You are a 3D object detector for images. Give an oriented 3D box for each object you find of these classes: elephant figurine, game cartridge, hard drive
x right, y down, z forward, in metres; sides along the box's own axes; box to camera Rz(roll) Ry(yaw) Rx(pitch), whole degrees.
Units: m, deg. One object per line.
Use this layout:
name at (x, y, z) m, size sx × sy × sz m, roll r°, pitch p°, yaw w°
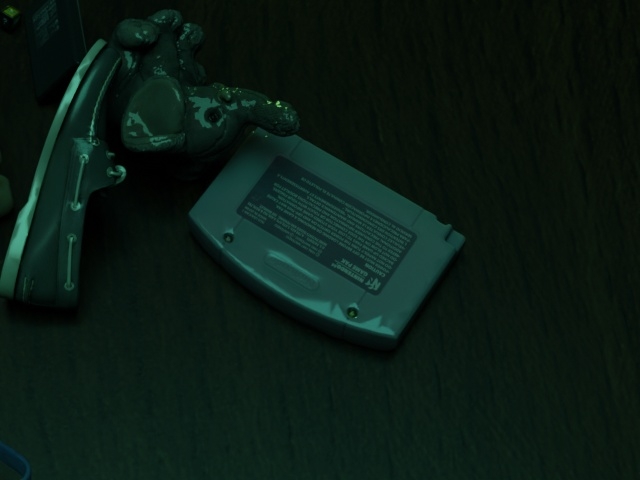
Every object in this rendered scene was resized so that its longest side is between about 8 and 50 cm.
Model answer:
elephant figurine at (-0.166, -0.149, 1.884) m, size 0.169 × 0.186 × 0.239 m, roll -11°, pitch 52°, yaw -34°
game cartridge at (0.000, 0.000, 1.886) m, size 0.294 × 0.060 × 0.196 m, roll 31°, pitch 61°, yaw 12°
hard drive at (-0.330, -0.249, 1.973) m, size 0.022 × 0.094 × 0.135 m, roll 13°, pitch 54°, yaw -42°

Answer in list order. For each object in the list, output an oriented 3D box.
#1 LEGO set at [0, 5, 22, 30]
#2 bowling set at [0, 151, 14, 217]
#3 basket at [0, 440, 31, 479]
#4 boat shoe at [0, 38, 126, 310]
LEGO set at (-0.494, -0.284, 1.956) m, size 0.244 × 0.060 × 0.182 m, roll 12°, pitch 42°, yaw -14°
bowling set at (-0.451, -0.141, 1.796) m, size 0.154 × 0.200 × 0.287 m, roll -14°, pitch 93°, yaw -9°
basket at (-0.473, 0.229, 1.629) m, size 0.254 × 0.201 × 0.289 m, roll -25°, pitch 42°, yaw -38°
boat shoe at (-0.277, -0.072, 1.834) m, size 0.099 × 0.116 × 0.319 m, roll 19°, pitch 87°, yaw -3°
